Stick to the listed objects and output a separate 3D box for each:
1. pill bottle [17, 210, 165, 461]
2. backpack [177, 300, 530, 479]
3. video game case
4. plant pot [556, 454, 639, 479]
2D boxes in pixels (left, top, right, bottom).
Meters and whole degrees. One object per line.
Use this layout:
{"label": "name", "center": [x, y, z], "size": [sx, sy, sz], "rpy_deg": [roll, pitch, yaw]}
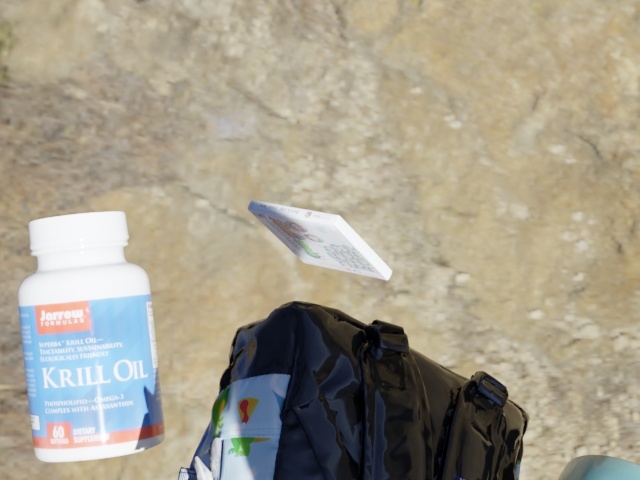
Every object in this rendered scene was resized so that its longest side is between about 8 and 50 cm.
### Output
{"label": "pill bottle", "center": [-0.216, 0.087, 1.231], "size": [0.124, 0.124, 0.221], "rpy_deg": [-8, 89, 36]}
{"label": "backpack", "center": [0.009, 0.273, 1.008], "size": [0.273, 0.290, 0.355], "rpy_deg": [-32, 46, 37]}
{"label": "video game case", "center": [0.000, 0.000, 1.719], "size": [0.143, 0.157, 0.019], "rpy_deg": [11, 68, 36]}
{"label": "plant pot", "center": [0.331, 0.427, 1.489], "size": [0.293, 0.293, 0.235], "rpy_deg": [26, 60, 35]}
